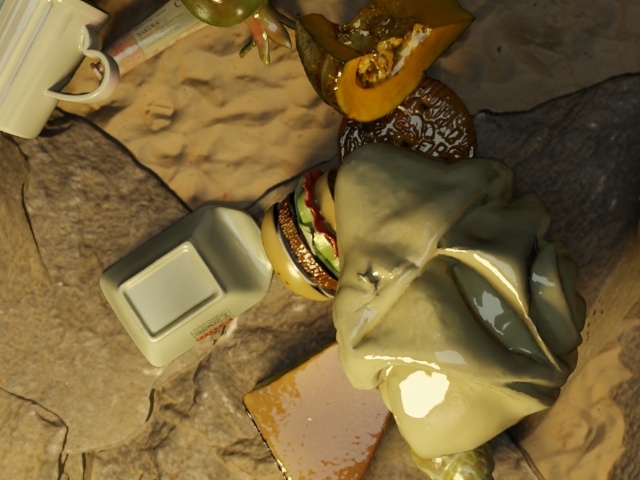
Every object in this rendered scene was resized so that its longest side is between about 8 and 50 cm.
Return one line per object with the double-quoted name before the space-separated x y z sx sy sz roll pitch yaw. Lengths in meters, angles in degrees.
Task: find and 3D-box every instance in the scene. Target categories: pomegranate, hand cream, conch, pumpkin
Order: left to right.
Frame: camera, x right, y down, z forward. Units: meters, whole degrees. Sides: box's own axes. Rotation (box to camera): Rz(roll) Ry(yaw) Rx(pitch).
"hand cream" -0.216 -0.283 1.543 0.209 0.043 0.067 -35 89 -2
"pomegranate" -0.100 -0.329 1.493 0.152 0.131 0.191 -46 111 -12
"pumpkin" 0.078 -0.247 1.478 0.248 0.126 0.131 -24 49 -26
"conch" 0.172 0.256 1.494 0.116 0.106 0.173 15 78 -14

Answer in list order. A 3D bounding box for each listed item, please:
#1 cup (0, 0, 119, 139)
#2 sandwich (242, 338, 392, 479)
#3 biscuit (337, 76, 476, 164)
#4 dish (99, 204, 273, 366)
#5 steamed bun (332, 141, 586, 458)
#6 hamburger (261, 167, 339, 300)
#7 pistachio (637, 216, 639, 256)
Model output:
"cup" -0.380 -0.242 1.477 0.221 0.167 0.202 37 100 48
"sandwich" 0.030 0.251 1.498 0.186 0.108 0.220 -30 87 5
"biscuit" 0.116 -0.131 1.525 0.187 0.027 0.188 0 91 5
"dish" -0.176 0.052 1.533 0.234 0.064 0.154 -34 88 3
"steamed bun" 0.181 0.069 1.340 0.255 0.342 0.368 -8 67 31
"hamburger" -0.002 -0.001 1.474 0.137 0.175 0.175 -32 89 17
"pistachio" 0.513 0.011 1.411 0.229 0.230 0.309 -16 94 5
